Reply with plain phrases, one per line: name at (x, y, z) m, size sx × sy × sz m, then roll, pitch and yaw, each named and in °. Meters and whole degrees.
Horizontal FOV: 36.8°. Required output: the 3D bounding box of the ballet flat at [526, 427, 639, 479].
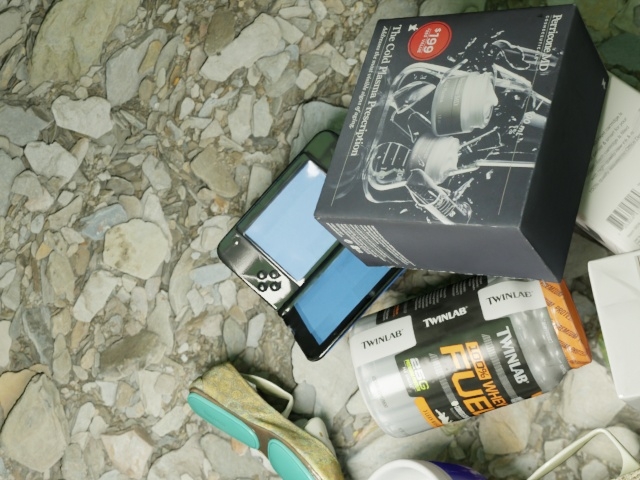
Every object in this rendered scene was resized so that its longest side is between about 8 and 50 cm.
ballet flat at (0.429, 0.329, 1.300) m, size 0.483 × 0.164 × 0.182 m, roll -25°, pitch 53°, yaw 18°

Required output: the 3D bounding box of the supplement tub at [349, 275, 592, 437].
supplement tub at (0.218, 0.156, 1.406) m, size 0.316 × 0.193 × 0.193 m, roll -22°, pitch 68°, yaw 17°

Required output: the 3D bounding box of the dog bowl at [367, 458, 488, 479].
dog bowl at (0.149, 0.441, 1.338) m, size 0.265 × 0.104 × 0.265 m, roll -27°, pitch 57°, yaw 53°

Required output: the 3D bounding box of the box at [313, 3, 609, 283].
box at (0.204, -0.138, 1.363) m, size 0.312 × 0.179 × 0.343 m, roll 4°, pitch 66°, yaw 33°

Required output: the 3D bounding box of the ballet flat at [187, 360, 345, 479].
ballet flat at (-0.061, 0.307, 1.543) m, size 0.348 × 0.123 × 0.123 m, roll 33°, pitch 90°, yaw 25°

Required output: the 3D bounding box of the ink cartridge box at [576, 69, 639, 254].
ink cartridge box at (0.451, -0.097, 1.417) m, size 0.273 × 0.115 × 0.198 m, roll 43°, pitch 94°, yaw 27°

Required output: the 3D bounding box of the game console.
game console at (0.000, 0.000, 1.546) m, size 0.250 × 0.173 × 0.293 m, roll 42°, pitch 95°, yaw 0°

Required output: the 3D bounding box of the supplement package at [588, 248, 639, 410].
supplement package at (0.470, 0.117, 1.250) m, size 0.178 × 0.293 × 0.175 m, roll -15°, pitch 71°, yaw 19°
